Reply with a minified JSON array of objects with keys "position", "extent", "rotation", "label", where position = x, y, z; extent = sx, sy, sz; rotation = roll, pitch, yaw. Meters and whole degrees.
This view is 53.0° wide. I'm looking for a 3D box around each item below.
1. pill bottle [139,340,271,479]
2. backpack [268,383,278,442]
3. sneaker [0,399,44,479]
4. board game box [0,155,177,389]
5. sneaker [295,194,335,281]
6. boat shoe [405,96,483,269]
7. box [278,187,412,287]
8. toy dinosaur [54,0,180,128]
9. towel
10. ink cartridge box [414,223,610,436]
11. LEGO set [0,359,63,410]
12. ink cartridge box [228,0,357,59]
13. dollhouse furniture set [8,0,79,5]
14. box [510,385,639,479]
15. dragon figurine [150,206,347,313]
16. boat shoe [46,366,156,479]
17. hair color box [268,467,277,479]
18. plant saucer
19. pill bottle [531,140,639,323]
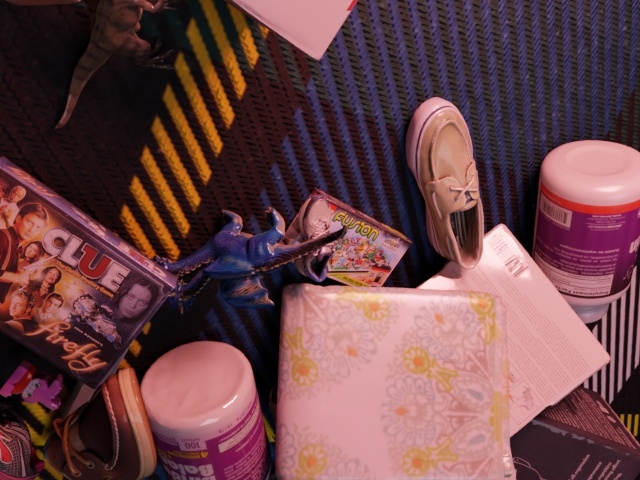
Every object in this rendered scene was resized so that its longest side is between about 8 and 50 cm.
[{"position":[-0.167,0.317,1.005],"extent":[0.169,0.169,0.302],"rotation":[-21,127,-18],"label":"pill bottle"},{"position":[0.000,0.323,1.113],"extent":[0.165,0.144,0.189],"rotation":[-13,97,-26],"label":"backpack"},{"position":[-0.446,0.239,0.831],"extent":[0.112,0.121,0.299],"rotation":[-30,145,-35],"label":"sneaker"},{"position":[-0.316,0.042,0.752],"extent":[0.243,0.042,0.165],"rotation":[37,97,-14],"label":"board game box"},{"position":[0.000,0.000,0.922],"extent":[0.052,0.058,0.135],"rotation":[-11,123,-24],"label":"sneaker"},{"position":[0.214,-0.084,1.021],"extent":[0.109,0.094,0.302],"rotation":[-30,130,-11],"label":"boat shoe"},{"position":[0.040,0.007,1.015],"extent":[0.207,0.036,0.114],"rotation":[24,105,-39],"label":"box"},{"position":[-0.201,-0.223,0.683],"extent":[0.118,0.064,0.268],"rotation":[-31,172,-47],"label":"toy dinosaur"},{"position":[0.119,0.235,1.007],"extent":[0.374,0.090,0.321],"rotation":[3,76,-8],"label":"towel"},{"position":[0.305,0.163,1.121],"extent":[0.261,0.296,0.066],"rotation":[-35,170,-8],"label":"ink cartridge box"},{"position":[-0.300,0.121,0.841],"extent":[0.093,0.087,0.227],"rotation":[38,97,-14],"label":"LEGO set"},{"position":[-0.050,-0.296,0.672],"extent":[0.127,0.176,0.128],"rotation":[23,106,-41],"label":"ink cartridge box"},{"position":[-0.339,-0.329,0.481],"extent":[0.286,0.198,0.304],"rotation":[-6,102,-5],"label":"dollhouse furniture set"},{"position":[0.359,0.413,1.262],"extent":[0.395,0.212,0.294],"rotation":[22,109,-13],"label":"box"},{"position":[-0.098,0.035,0.844],"extent":[0.144,0.289,0.085],"rotation":[-64,144,-34],"label":"dragon figurine"},{"position":[-0.305,0.284,0.874],"extent":[0.123,0.123,0.342],"rotation":[-10,152,-28],"label":"boat shoe"},{"position":[-0.132,0.543,1.161],"extent":[0.374,0.185,0.114],"rotation":[-10,124,-25],"label":"hair color box"},{"position":[-0.341,0.228,0.926],"extent":[0.192,0.018,0.067],"rotation":[-60,164,14],"label":"plant saucer"},{"position":[0.484,-0.007,1.174],"extent":[0.181,0.181,0.323],"rotation":[-22,129,-17],"label":"pill bottle"}]
